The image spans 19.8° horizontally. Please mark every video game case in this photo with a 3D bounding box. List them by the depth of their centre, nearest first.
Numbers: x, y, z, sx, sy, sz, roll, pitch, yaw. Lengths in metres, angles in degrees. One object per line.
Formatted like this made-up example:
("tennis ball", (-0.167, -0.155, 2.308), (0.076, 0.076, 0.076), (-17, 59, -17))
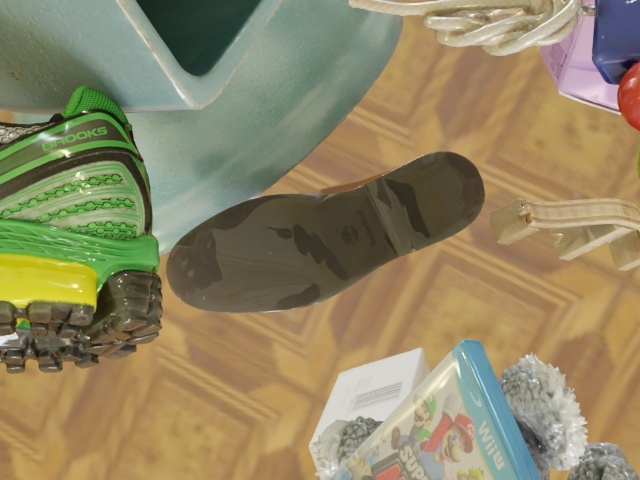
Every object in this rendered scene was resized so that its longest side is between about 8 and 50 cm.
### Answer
("video game case", (0.053, 0.147, 0.951), (0.166, 0.015, 0.119), (-50, 48, 37))

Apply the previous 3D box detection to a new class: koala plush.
("koala plush", (0.109, 0.176, 1.181), (0.196, 0.221, 0.203), (-15, 33, 9))

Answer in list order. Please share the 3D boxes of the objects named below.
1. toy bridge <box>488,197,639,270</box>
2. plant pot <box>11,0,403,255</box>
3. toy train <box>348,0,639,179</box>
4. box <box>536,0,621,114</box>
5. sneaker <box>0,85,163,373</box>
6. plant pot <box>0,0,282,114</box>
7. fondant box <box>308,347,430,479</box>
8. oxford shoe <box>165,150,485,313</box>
("toy bridge", (0.199, -0.009, 1.349), (0.063, 0.188, 0.026), (-27, 66, 33))
("plant pot", (-0.114, -0.152, 1.320), (0.293, 0.196, 0.293), (-33, 22, 15))
("toy train", (0.146, -0.066, 0.771), (0.248, 0.143, 0.105), (1, 60, 13))
("box", (0.234, -0.207, 1.170), (0.117, 0.213, 0.243), (16, 104, -1))
("sneaker", (-0.253, -0.013, 0.921), (0.344, 0.134, 0.146), (1, 70, -11))
("plant pot", (-0.165, -0.220, 1.013), (0.252, 0.247, 0.248), (-8, 38, 39))
("fondant box", (0.099, 0.292, 1.725), (0.096, 0.238, 0.330), (-17, 99, 11))
("oxford shoe", (0.000, 0.000, 1.198), (0.212, 0.076, 0.076), (-16, 91, -13))
